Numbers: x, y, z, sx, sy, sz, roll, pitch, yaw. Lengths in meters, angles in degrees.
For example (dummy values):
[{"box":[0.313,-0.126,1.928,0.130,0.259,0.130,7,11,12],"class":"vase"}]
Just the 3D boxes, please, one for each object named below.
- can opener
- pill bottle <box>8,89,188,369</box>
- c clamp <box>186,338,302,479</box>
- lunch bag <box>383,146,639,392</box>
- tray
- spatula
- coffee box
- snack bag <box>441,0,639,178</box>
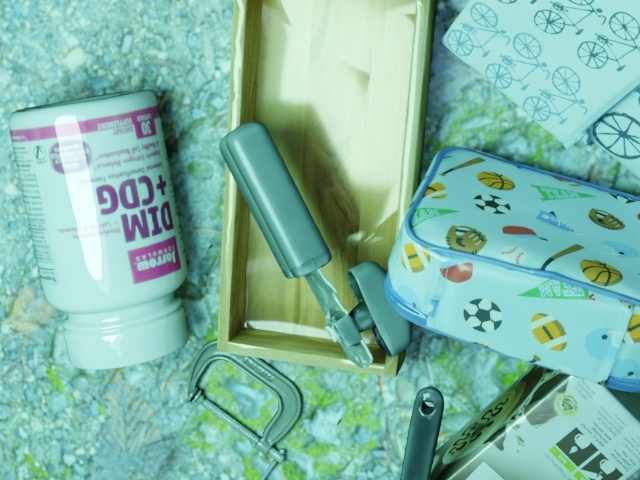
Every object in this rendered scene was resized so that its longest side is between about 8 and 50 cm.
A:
[{"box":[0.000,0.000,1.202,0.095,0.076,0.283,-28,95,-14],"class":"can opener"},{"box":[-0.234,-0.014,1.272,0.160,0.160,0.283,-6,101,15],"class":"pill bottle"},{"box":[-0.095,0.197,1.357,0.161,0.022,0.137,41,108,2],"class":"c clamp"},{"box":[0.228,0.020,1.132,0.303,0.243,0.115,19,122,10],"class":"lunch bag"},{"box":[0.005,-0.071,1.247,0.203,0.076,0.411,7,105,12],"class":"tray"},{"box":[0.082,0.280,1.154,0.084,0.030,0.296,14,104,15],"class":"spatula"},{"box":[0.205,0.238,1.217,0.119,0.168,0.297,45,108,2],"class":"coffee box"},{"box":[0.302,-0.158,1.058,0.342,0.323,0.037,39,64,-2],"class":"snack bag"}]
